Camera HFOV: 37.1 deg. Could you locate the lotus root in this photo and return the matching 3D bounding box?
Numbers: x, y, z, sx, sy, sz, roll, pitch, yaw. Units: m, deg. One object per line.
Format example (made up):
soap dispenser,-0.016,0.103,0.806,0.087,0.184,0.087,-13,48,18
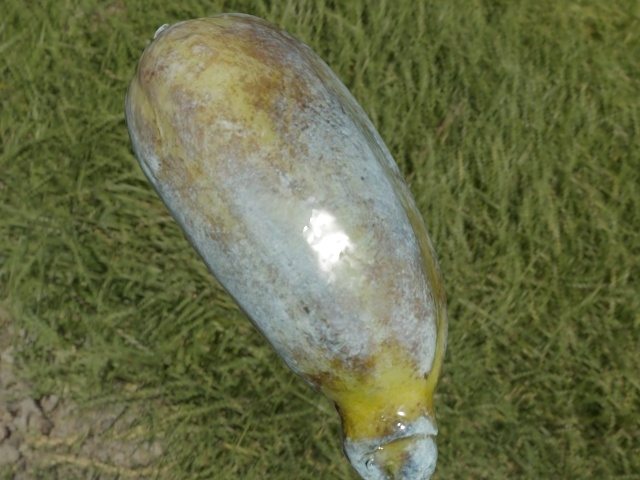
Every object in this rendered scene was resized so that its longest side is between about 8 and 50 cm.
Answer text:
lotus root,0.000,0.000,0.599,0.140,0.158,0.322,-33,83,-7
